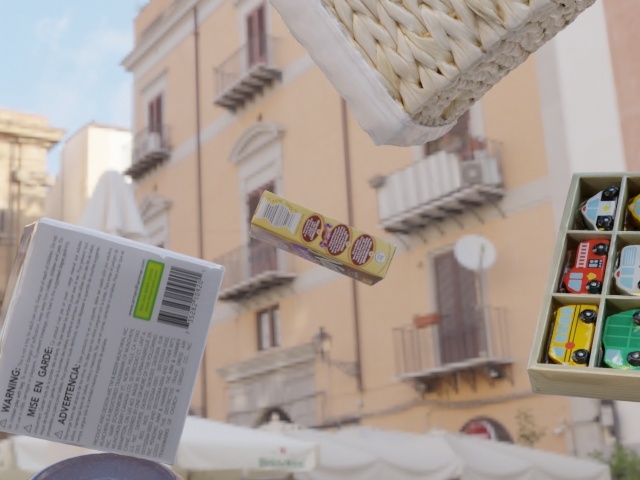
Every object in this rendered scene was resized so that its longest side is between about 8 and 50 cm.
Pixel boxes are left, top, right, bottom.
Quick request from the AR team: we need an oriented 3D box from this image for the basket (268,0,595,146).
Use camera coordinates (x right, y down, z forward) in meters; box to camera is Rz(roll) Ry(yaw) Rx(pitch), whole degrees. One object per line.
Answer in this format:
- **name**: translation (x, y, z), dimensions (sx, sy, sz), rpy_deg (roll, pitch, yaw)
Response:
- **basket**: translation (0.089, -0.298, 0.963), dimensions (0.266, 0.331, 0.328), rpy_deg (-39, -4, 16)

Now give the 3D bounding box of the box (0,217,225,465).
- **box**: translation (-0.141, 0.055, 0.603), dimensions (0.103, 0.114, 0.203), rpy_deg (16, -5, -18)

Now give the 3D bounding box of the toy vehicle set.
- **toy vehicle set**: translation (0.297, 0.034, 0.908), dimensions (0.166, 0.267, 0.035), rpy_deg (0, -47, 25)

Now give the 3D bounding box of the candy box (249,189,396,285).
- **candy box**: translation (0.000, 0.000, 1.310), dimensions (0.186, 0.053, 0.109), rpy_deg (21, -10, -2)

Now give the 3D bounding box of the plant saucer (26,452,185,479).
- **plant saucer**: translation (-0.205, 0.249, 0.931), dimensions (0.198, 0.036, 0.198), rpy_deg (3, 17, -1)
